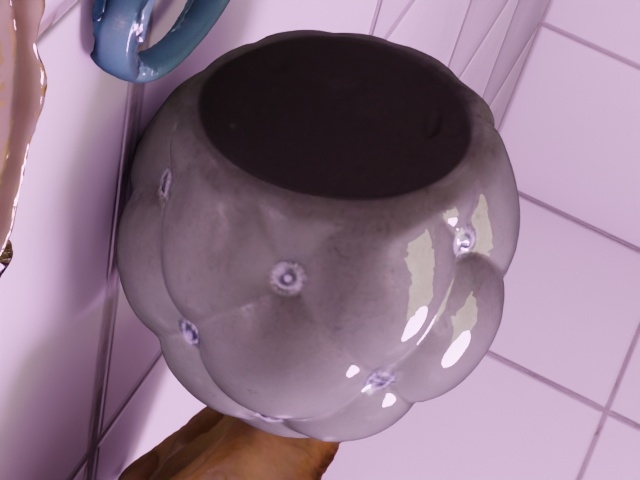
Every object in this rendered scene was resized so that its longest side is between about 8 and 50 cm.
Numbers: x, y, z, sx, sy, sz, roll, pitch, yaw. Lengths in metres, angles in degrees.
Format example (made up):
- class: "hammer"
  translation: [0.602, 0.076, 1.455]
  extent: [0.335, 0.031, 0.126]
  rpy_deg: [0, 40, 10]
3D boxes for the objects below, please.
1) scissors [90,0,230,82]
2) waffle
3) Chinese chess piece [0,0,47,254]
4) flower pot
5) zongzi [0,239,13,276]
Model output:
- class: "scissors"
  translation: [-0.017, -0.224, 0.775]
  extent: [0.393, 0.032, 0.180]
  rpy_deg: [-55, 167, -47]
- class: "waffle"
  translation: [-0.088, 0.185, 1.009]
  extent: [0.304, 0.077, 0.348]
  rpy_deg: [-41, -178, 24]
- class: "Chinese chess piece"
  translation: [-0.168, 0.007, 0.316]
  extent: [0.257, 0.104, 0.257]
  rpy_deg: [-61, 171, -17]
- class: "flower pot"
  translation: [0.000, 0.000, 0.845]
  extent: [0.246, 0.246, 0.195]
  rpy_deg: [-55, 159, -46]
- class: "zongzi"
  translation: [-0.174, 0.032, 0.591]
  extent: [0.083, 0.040, 0.076]
  rpy_deg: [-33, 156, -51]
